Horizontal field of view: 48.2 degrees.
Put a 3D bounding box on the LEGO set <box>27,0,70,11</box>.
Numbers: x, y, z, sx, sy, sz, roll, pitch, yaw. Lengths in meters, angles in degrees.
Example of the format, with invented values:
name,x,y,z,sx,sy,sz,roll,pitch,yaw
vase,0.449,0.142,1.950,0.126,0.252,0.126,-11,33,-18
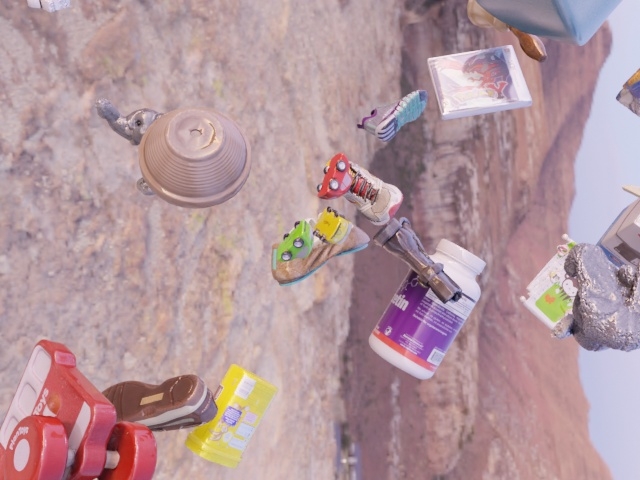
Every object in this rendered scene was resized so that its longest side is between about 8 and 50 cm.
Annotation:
name,x,y,z,sx,sy,sz,roll,pitch,yaw
LEGO set,-0.398,-0.470,1.265,0.227,0.093,0.087,-35,142,-39

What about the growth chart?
name,x,y,z,sx,sy,sz,roll,pitch,yaw
growth chart,0.658,0.123,1.936,0.237,0.172,0.021,-56,-178,11

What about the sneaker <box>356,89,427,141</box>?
name,x,y,z,sx,sy,sz,roll,pitch,yaw
sneaker,0.196,-0.353,1.918,0.223,0.098,0.083,-40,143,-34

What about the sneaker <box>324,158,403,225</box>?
name,x,y,z,sx,sy,sz,roll,pitch,yaw
sneaker,0.080,-0.102,1.456,0.092,0.225,0.088,26,97,-40

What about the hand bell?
name,x,y,z,sx,sy,sz,roll,pitch,yaw
hand bell,0.421,-0.456,1.538,0.126,0.126,0.242,68,1,-48

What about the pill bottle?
name,x,y,z,sx,sy,sz,roll,pitch,yaw
pill bottle,0.268,0.164,1.753,0.323,0.181,0.181,-59,164,0

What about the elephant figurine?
name,x,y,z,sx,sy,sz,roll,pitch,yaw
elephant figurine,-0.377,-0.236,1.659,0.186,0.169,0.240,-41,126,-52

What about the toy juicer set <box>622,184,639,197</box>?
name,x,y,z,sx,sy,sz,roll,pitch,yaw
toy juicer set,0.925,-0.074,1.734,0.209,0.328,0.090,-71,159,-66

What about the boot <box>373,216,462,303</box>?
name,x,y,z,sx,sy,sz,roll,pitch,yaw
boot,0.228,0.055,1.616,0.229,0.091,0.263,46,11,9

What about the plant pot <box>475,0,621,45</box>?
name,x,y,z,sx,sy,sz,roll,pitch,yaw
plant pot,0.397,-0.476,1.202,0.247,0.248,0.252,36,-6,48

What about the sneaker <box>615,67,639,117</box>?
name,x,y,z,sx,sy,sz,roll,pitch,yaw
sneaker,0.873,-0.393,1.881,0.131,0.112,0.296,48,13,13

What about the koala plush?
name,x,y,z,sx,sy,sz,roll,pitch,yaw
koala plush,0.549,0.147,1.384,0.221,0.196,0.203,93,8,-60

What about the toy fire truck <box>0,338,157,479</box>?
name,x,y,z,sx,sy,sz,roll,pitch,yaw
toy fire truck,-0.380,0.318,0.981,0.169,0.254,0.302,19,95,-44

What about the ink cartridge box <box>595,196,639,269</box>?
name,x,y,z,sx,sy,sz,roll,pitch,yaw
ink cartridge box,0.725,0.014,1.469,0.129,0.223,0.307,-49,168,-3

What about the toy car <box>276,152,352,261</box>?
name,x,y,z,sx,sy,sz,roll,pitch,yaw
toy car,-0.007,-0.030,1.399,0.053,0.225,0.239,28,38,-22

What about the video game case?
name,x,y,z,sx,sy,sz,roll,pitch,yaw
video game case,0.358,-0.362,1.627,0.023,0.201,0.184,76,6,-56

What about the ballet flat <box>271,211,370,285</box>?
name,x,y,z,sx,sy,sz,roll,pitch,yaw
ballet flat,0.000,0.000,1.728,0.342,0.116,0.124,-24,104,-44

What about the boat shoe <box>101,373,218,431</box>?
name,x,y,z,sx,sy,sz,roll,pitch,yaw
boat shoe,-0.294,0.306,1.266,0.095,0.257,0.095,54,38,-36

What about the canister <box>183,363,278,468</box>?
name,x,y,z,sx,sy,sz,roll,pitch,yaw
canister,-0.164,0.331,1.349,0.170,0.073,0.126,-60,140,-10

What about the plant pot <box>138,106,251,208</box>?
name,x,y,z,sx,sy,sz,roll,pitch,yaw
plant pot,-0.259,-0.193,1.482,0.110,0.237,0.237,110,-18,-66
